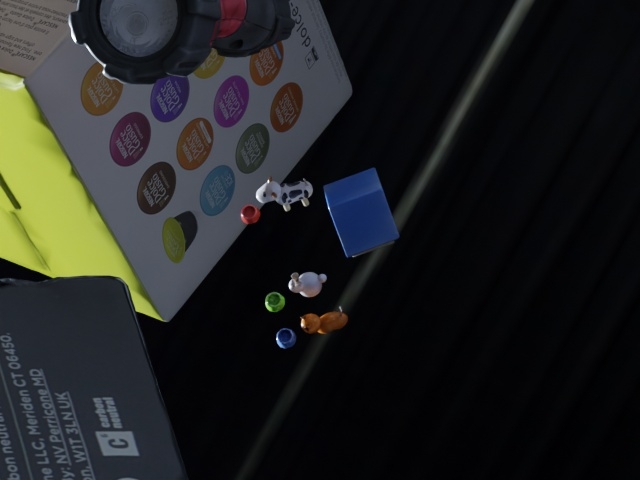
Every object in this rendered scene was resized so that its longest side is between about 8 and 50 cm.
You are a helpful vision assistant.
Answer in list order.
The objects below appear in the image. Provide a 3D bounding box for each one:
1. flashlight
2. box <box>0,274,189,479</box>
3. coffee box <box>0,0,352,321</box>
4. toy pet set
[{"bbox_3d":[-0.091,-0.174,1.483,0.103,0.103,0.304,-16,-179,17],"label":"flashlight"},{"bbox_3d":[-0.231,0.187,0.629,0.313,0.343,0.179,2,-138,-24],"label":"box"},{"bbox_3d":[-0.231,-0.183,1.873,0.338,0.334,0.337,19,149,35],"label":"coffee box"},{"bbox_3d":[0.000,0.000,1.453,0.065,0.114,0.122,64,-173,-68],"label":"toy pet set"}]
